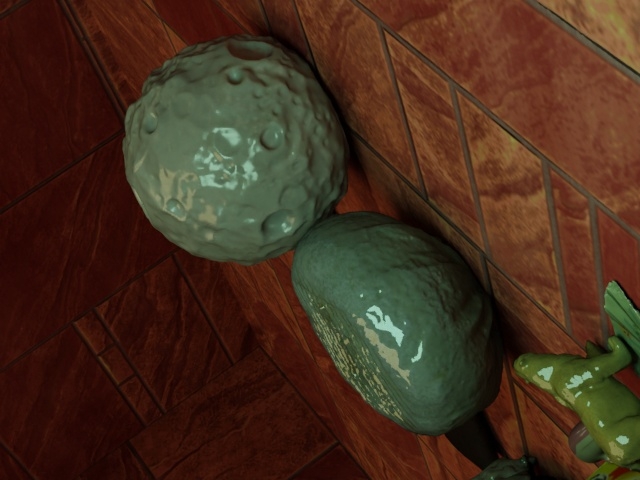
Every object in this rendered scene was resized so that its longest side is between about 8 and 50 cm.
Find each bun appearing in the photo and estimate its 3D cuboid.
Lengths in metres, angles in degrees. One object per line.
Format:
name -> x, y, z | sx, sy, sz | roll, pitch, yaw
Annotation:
bun -> 0.115, 0.108, 1.798 | 0.362, 0.211, 0.362 | 55, 170, 15

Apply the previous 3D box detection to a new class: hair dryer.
hair dryer -> 0.387, 0.278, 1.623 | 0.154, 0.054, 0.106 | 42, 161, 11

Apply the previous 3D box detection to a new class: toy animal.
toy animal -> 0.309, 0.173, 1.426 | 0.219, 0.101, 0.103 | 49, 172, 34

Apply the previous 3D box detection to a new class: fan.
fan -> 0.362, 0.140, 1.383 | 0.240, 0.009, 0.131 | 56, 171, -10

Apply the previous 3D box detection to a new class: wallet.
wallet -> 0.237, 0.295, 2.277 | 0.182, 0.049, 0.229 | 38, 159, 56

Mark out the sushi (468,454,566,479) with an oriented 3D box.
sushi -> 0.322, 0.479, 2.008 | 0.207, 0.234, 0.348 | 54, -167, -13

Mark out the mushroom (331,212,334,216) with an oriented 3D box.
mushroom -> 0.002, 0.001, 2.294 | 0.096, 0.099, 0.278 | 21, 143, 47

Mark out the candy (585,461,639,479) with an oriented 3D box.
candy -> 0.411, 0.345, 1.483 | 0.146, 0.088, 0.276 | 57, 161, -9

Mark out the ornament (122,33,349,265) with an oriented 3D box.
ornament -> -0.128, -0.124, 1.879 | 0.337, 0.337, 0.337 | 52, 169, 15
